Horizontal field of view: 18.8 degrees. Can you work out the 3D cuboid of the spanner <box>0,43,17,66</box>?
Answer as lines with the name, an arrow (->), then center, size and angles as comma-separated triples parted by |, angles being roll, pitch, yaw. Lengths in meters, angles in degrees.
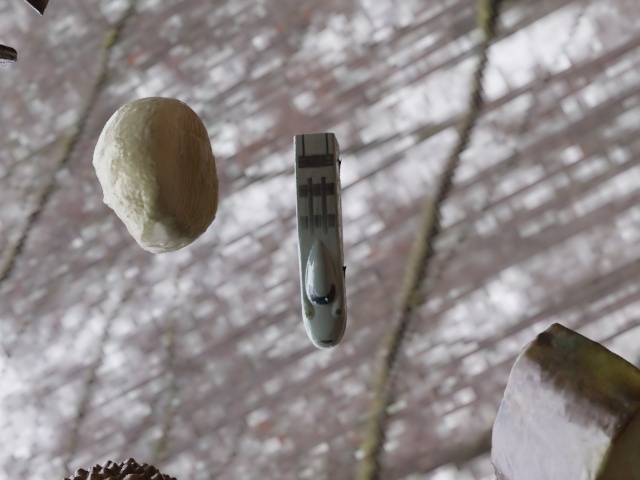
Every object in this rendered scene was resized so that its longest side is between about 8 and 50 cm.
spanner -> -0.496, -0.229, 2.124 | 0.093, 0.325, 0.026 | 134, 143, -74

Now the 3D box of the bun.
bun -> -0.180, -0.069, 2.075 | 0.188, 0.111, 0.164 | 38, -131, -68

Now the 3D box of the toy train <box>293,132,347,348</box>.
toy train -> 0.000, 0.000, 2.102 | 0.051, 0.052, 0.234 | 69, -162, -71

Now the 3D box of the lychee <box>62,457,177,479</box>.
lychee -> -0.187, 0.310, 1.767 | 0.200, 0.238, 0.200 | 22, -143, -18

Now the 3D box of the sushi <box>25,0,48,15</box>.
sushi -> -0.408, -0.416, 2.491 | 0.134, 0.109, 0.273 | 53, -175, 27

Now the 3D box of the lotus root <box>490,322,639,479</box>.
lotus root -> 0.217, 0.165, 1.280 | 0.235, 0.138, 0.119 | 34, -178, -32
